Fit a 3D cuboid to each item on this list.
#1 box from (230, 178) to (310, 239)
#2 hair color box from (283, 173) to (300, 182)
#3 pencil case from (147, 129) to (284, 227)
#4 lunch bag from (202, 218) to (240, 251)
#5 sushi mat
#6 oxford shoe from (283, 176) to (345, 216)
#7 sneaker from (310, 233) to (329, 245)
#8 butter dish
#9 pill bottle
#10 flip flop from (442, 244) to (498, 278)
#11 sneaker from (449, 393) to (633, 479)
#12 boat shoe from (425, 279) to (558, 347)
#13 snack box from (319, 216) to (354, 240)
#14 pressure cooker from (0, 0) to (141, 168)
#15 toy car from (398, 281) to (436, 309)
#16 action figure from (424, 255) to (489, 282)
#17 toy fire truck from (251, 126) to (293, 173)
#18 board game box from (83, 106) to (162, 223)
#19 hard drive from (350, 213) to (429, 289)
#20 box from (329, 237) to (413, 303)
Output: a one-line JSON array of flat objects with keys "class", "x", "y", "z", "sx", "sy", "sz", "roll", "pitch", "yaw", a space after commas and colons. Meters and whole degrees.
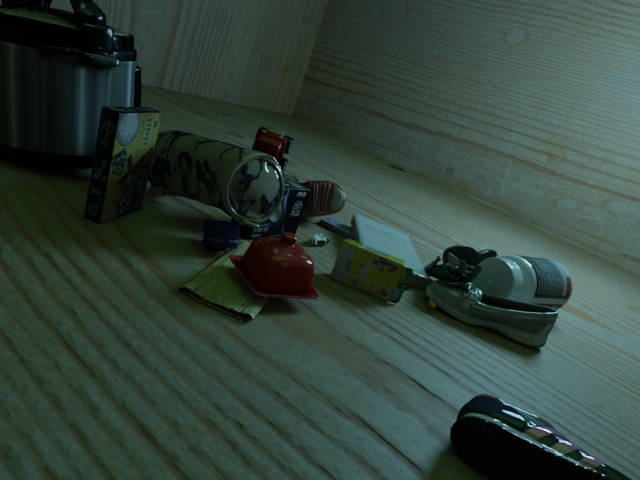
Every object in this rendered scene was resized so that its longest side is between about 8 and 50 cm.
[{"class": "box", "x": -0.132, "y": -0.086, "z": 1.287, "sx": 0.078, "sy": 0.147, "sz": 0.180, "roll": 33, "pitch": 22, "yaw": 35}, {"class": "hair color box", "x": -0.111, "y": -0.207, "z": 1.806, "sx": 0.072, "sy": 0.043, "sz": 0.141, "roll": 11, "pitch": 21, "yaw": -27}, {"class": "pencil case", "x": -0.270, "y": -0.155, "z": 1.178, "sx": 0.410, "sy": 0.183, "sz": 0.160, "roll": 21, "pitch": 11, "yaw": 40}, {"class": "lunch bag", "x": -0.225, "y": -0.010, "z": 1.099, "sx": 0.067, "sy": 0.065, "sz": 0.098, "roll": 4, "pitch": 6, "yaw": -32}, {"class": "sushi mat", "x": -0.159, "y": 0.074, "z": 1.018, "sx": 0.152, "sy": 0.019, "sz": 0.316, "roll": 23, "pitch": 19, "yaw": 5}, {"class": "oxford shoe", "x": -0.130, "y": -0.127, "z": 1.498, "sx": 0.397, "sy": 0.140, "sz": 0.146, "roll": 8, "pitch": -9, "yaw": -18}, {"class": "sneaker", "x": 0.000, "y": 0.000, "z": 1.361, "sx": 0.037, "sy": 0.031, "sz": 0.083, "roll": 26, "pitch": 20, "yaw": 17}, {"class": "butter dish", "x": -0.080, "y": 0.038, "z": 0.987, "sx": 0.160, "sy": 0.118, "sz": 0.160, "roll": 9, "pitch": 22, "yaw": -36}, {"class": "pill bottle", "x": 0.584, "y": 0.124, "z": 1.404, "sx": 0.283, "sy": 0.161, "sz": 0.161, "roll": 7, "pitch": 23, "yaw": -35}, {"class": "flip flop", "x": 0.480, "y": 0.069, "z": 1.566, "sx": 0.277, "sy": 0.112, "sz": 0.080, "roll": 0, "pitch": 1, "yaw": -40}, {"class": "sneaker", "x": 0.356, "y": 0.323, "z": 0.701, "sx": 0.319, "sy": 0.112, "sz": 0.131, "roll": 29, "pitch": 23, "yaw": 21}, {"class": "boat shoe", "x": 0.427, "y": 0.164, "z": 1.225, "sx": 0.321, "sy": 0.103, "sz": 0.118, "roll": 23, "pitch": 18, "yaw": 10}, {"class": "snack box", "x": 0.087, "y": -0.029, "z": 1.543, "sx": 0.178, "sy": 0.022, "sz": 0.064, "roll": 27, "pitch": 22, "yaw": 19}, {"class": "pressure cooker", "x": -0.661, "y": -0.424, "z": 1.234, "sx": 0.370, "sy": 0.420, "sz": 0.375, "roll": 9, "pitch": 21, "yaw": -7}, {"class": "toy car", "x": 0.223, "y": 0.145, "z": 1.210, "sx": 0.122, "sy": 0.060, "sz": 0.040, "roll": 44, "pitch": -19, "yaw": 16}, {"class": "action figure", "x": 0.351, "y": 0.084, "z": 1.342, "sx": 0.137, "sy": 0.063, "sz": 0.232, "roll": 19, "pitch": -8, "yaw": -14}, {"class": "toy fire truck", "x": -0.210, "y": -0.234, "z": 1.551, "sx": 0.159, "sy": 0.217, "sz": 0.246, "roll": 21, "pitch": 33, "yaw": 1}, {"class": "board game box", "x": -0.435, "y": -0.171, "z": 1.070, "sx": 0.042, "sy": 0.243, "sz": 0.165, "roll": 21, "pitch": 18, "yaw": 6}, {"class": "hard drive", "x": 0.196, "y": 0.024, "z": 1.433, "sx": 0.203, "sy": 0.040, "sz": 0.307, "roll": 21, "pitch": 22, "yaw": -10}, {"class": "box", "x": 0.124, "y": 0.074, "z": 1.168, "sx": 0.179, "sy": 0.105, "sz": 0.043, "roll": 23, "pitch": 20, "yaw": 8}]
